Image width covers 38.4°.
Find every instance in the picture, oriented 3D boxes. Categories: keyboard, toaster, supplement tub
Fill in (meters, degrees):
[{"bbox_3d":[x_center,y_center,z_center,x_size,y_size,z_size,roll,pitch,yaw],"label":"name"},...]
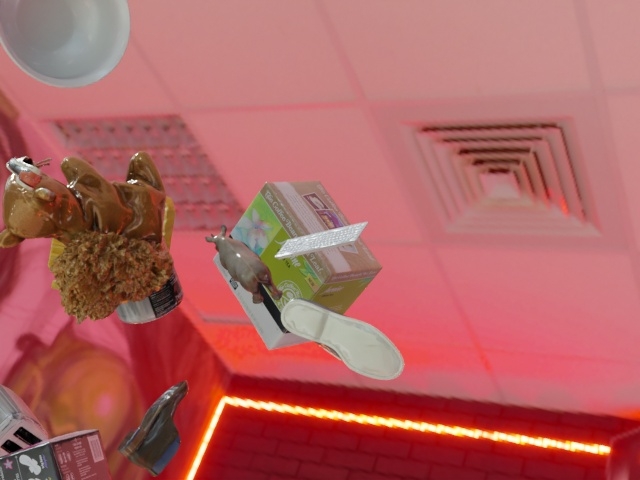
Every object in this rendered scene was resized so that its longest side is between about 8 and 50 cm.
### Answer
[{"bbox_3d":[0.000,0.000,2.170,0.256,0.072,0.014,-12,-55,40],"label":"keyboard"},{"bbox_3d":[-0.757,0.448,2.218,0.146,0.129,0.227,37,-17,31],"label":"toaster"},{"bbox_3d":[-0.505,0.049,2.488,0.193,0.193,0.316,-3,-66,33],"label":"supplement tub"}]

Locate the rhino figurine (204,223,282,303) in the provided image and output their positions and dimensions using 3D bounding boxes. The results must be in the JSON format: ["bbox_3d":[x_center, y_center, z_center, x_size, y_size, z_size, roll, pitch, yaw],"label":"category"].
[{"bbox_3d":[-0.176,0.041,1.965,0.243,0.073,0.106,42,-13,44],"label":"rhino figurine"}]

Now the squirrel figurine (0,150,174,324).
[{"bbox_3d":[-0.536,-0.019,2.102,0.281,0.397,0.370,-37,-23,21],"label":"squirrel figurine"}]

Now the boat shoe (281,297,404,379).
[{"bbox_3d":[0.058,0.231,2.216,0.319,0.116,0.099,26,4,4],"label":"boat shoe"}]

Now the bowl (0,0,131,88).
[{"bbox_3d":[-0.565,-0.470,1.948,0.134,0.298,0.298,11,-29,52],"label":"bowl"}]

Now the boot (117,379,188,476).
[{"bbox_3d":[-0.347,0.421,2.064,0.106,0.219,0.082,48,-30,-12],"label":"boot"}]

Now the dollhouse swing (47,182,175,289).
[{"bbox_3d":[-0.634,-0.002,2.769,0.315,0.347,0.305,10,-5,-20],"label":"dollhouse swing"}]

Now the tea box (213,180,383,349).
[{"bbox_3d":[-0.068,0.062,2.481,0.329,0.220,0.324,54,-55,25],"label":"tea box"}]

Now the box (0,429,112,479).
[{"bbox_3d":[-0.449,0.416,1.524,0.142,0.163,0.247,-18,-8,1],"label":"box"}]

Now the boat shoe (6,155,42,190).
[{"bbox_3d":[-0.540,-0.131,1.686,0.049,0.043,0.137,30,4,-33],"label":"boat shoe"}]
